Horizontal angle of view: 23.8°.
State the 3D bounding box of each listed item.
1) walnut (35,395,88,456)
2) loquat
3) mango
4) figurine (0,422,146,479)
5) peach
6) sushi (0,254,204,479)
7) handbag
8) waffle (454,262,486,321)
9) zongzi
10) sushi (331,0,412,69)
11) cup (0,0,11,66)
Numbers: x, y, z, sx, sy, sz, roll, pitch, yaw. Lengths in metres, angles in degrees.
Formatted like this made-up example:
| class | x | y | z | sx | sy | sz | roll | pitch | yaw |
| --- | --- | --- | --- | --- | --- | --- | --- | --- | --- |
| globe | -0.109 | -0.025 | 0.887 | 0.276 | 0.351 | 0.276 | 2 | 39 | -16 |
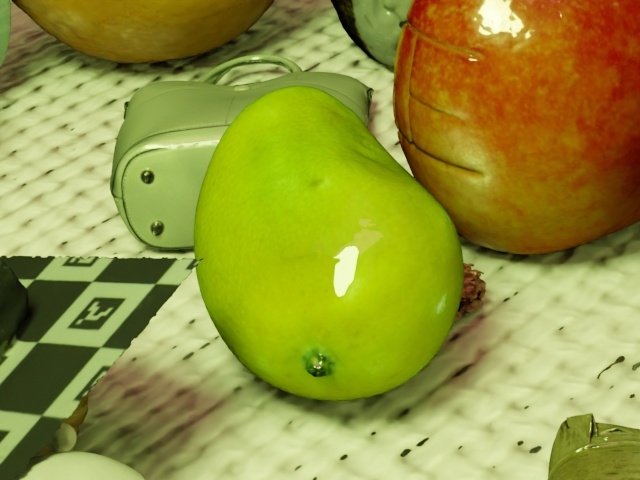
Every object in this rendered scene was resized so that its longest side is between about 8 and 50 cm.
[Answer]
| class | x | y | z | sx | sy | sz | roll | pitch | yaw |
| --- | --- | --- | --- | --- | --- | --- | --- | --- | --- |
| walnut | -0.217 | 0.111 | 1.060 | 0.105 | 0.105 | 0.124 | -26 | 26 | -27 |
| loquat | -0.176 | -0.336 | 1.525 | 0.329 | 0.328 | 0.328 | -4 | 34 | 3 |
| mango | -0.005 | 0.007 | 1.125 | 0.185 | 0.149 | 0.273 | -41 | 47 | 1 |
| figurine | -0.170 | 0.215 | 0.883 | 0.144 | 0.182 | 0.256 | 35 | 23 | -16 |
| peach | 0.190 | -0.133 | 1.208 | 0.245 | 0.274 | 0.248 | 4 | 41 | 20 |
| sushi | -0.309 | 0.101 | 0.992 | 0.343 | 0.064 | 0.359 | 1 | 39 | 40 |
| handbag | -0.070 | -0.095 | 1.386 | 0.241 | 0.109 | 0.315 | -3 | 21 | 2 |
| waffle | 0.087 | 0.037 | 1.187 | 0.075 | 0.029 | 0.083 | -29 | 38 | -33 |
| zongzi | 0.220 | 0.197 | 0.903 | 0.178 | 0.081 | 0.189 | 10 | 42 | 5 |
| sushi | 0.160 | -0.318 | 1.528 | 0.349 | 0.234 | 0.207 | -6 | 33 | -8 |
| cup | -0.506 | -0.175 | 1.411 | 0.392 | 0.400 | 0.310 | -24 | 5 | -33 |
